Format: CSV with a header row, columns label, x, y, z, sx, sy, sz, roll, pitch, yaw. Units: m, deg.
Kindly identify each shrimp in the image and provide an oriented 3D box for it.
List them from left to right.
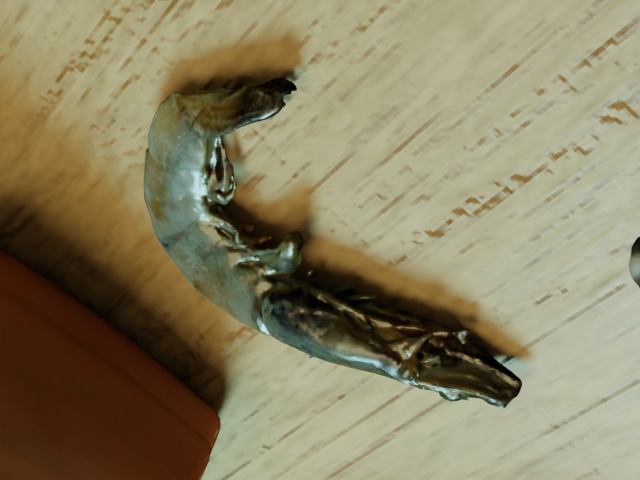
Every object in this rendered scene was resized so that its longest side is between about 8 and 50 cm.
label,x,y,z,sx,sy,sz,roll,pitch,yaw
shrimp,0.002,-0.002,0.744,0.195,0.035,0.148,24,137,21

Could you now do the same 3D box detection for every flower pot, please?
label,x,y,z,sx,sy,sz,roll,pitch,yaw
flower pot,-0.152,0.110,0.874,0.173,0.190,0.190,26,141,-5

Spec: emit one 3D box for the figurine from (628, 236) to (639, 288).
label,x,y,z,sx,sy,sz,roll,pitch,yaw
figurine,0.244,0.055,0.453,0.320,0.196,0.323,29,158,-7
